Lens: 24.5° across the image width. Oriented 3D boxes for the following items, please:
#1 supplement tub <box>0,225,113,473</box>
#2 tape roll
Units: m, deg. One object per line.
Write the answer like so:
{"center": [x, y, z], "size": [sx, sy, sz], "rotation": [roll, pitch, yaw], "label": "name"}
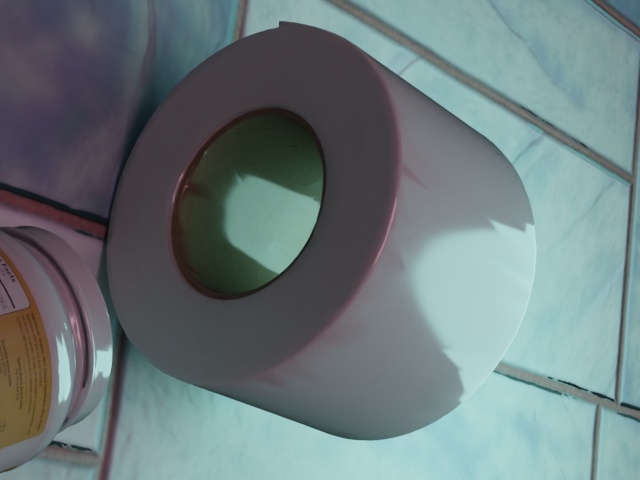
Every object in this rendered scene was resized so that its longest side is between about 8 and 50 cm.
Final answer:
{"center": [-0.224, 0.068, 0.784], "size": [0.199, 0.144, 0.144], "rotation": [-16, 100, -52], "label": "supplement tub"}
{"center": [0.000, 0.000, 0.993], "size": [0.169, 0.246, 0.246], "rotation": [28, 66, -47], "label": "tape roll"}
